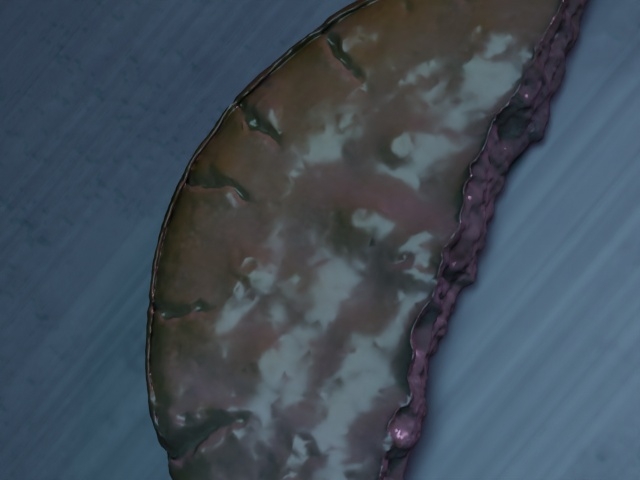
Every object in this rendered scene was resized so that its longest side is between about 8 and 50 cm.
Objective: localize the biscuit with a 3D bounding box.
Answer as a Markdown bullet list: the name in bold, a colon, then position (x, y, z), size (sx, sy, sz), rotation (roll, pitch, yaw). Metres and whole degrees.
- **biscuit**: position (0.000, -0.001, 0.551), size (0.141, 0.038, 0.290), rotation (21, 85, 20)
